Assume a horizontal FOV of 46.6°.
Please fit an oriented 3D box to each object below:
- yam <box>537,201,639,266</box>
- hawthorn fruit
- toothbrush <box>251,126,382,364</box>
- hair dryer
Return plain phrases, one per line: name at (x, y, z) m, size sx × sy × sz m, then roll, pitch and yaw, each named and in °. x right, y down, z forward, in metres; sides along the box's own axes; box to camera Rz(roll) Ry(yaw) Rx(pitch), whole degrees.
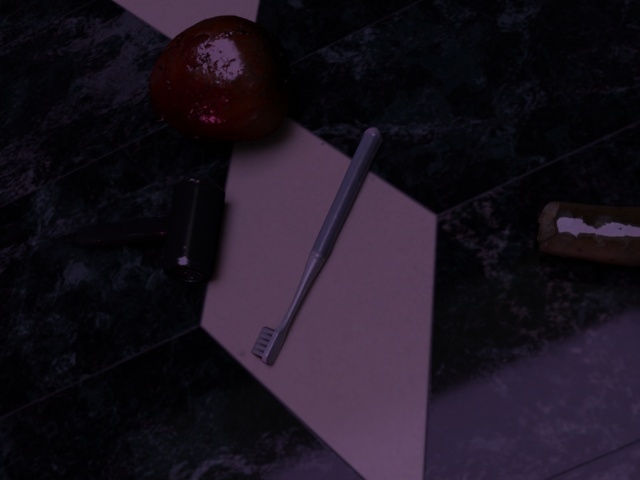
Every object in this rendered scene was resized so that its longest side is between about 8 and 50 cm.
yam at (0.397, -0.005, 0.798) m, size 0.318 × 0.067 × 0.071 m, roll 3°, pitch 54°, yaw 18°
hawthorn fruit at (-0.156, -0.207, 1.014) m, size 0.235 × 0.181 × 0.181 m, roll -20°, pitch 61°, yaw 9°
toothbrush at (0.002, 0.001, 0.947) m, size 0.030 × 0.025 × 0.342 m, roll 19°, pitch 73°, yaw 27°
hair dryer at (-0.251, 0.002, 1.014) m, size 0.256 × 0.070 × 0.128 m, roll -8°, pitch 63°, yaw 22°
